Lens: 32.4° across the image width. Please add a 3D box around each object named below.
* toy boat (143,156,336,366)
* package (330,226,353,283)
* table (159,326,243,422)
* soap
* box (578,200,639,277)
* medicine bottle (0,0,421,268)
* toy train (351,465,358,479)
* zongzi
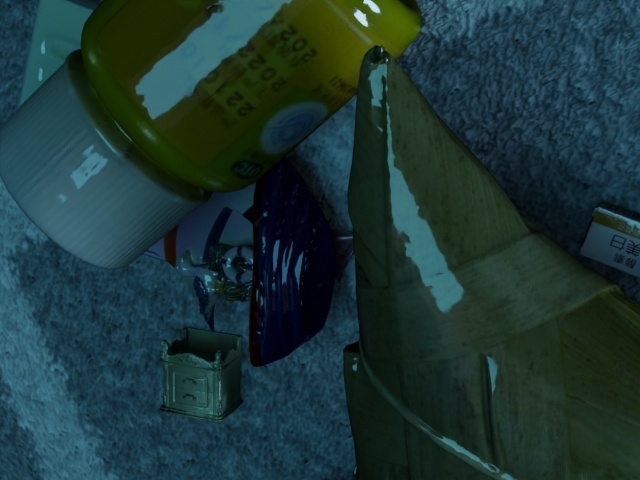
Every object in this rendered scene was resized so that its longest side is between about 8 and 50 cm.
[{"bbox_3d":[-0.104,-0.015,1.170,0.318,0.072,0.219,39,116,28],"label":"toy boat"},{"bbox_3d":[0.000,0.000,1.158,0.083,0.029,0.059,36,118,16],"label":"package"},{"bbox_3d":[-0.133,0.148,1.226,0.079,0.062,0.083,7,104,19],"label":"table"},{"bbox_3d":[-0.263,-0.160,1.202,0.119,0.066,0.198,22,110,17],"label":"soap"},{"bbox_3d":[0.352,0.027,1.023,0.218,0.039,0.055,24,109,15],"label":"box"},{"bbox_3d":[-0.112,-0.158,1.038,0.384,0.224,0.224,-39,87,16],"label":"medicine bottle"},{"bbox_3d":[0.136,0.334,1.124,0.330,0.138,0.178,28,109,15],"label":"toy train"},{"bbox_3d":[0.255,0.093,0.873,0.500,0.218,0.467,10,133,16],"label":"zongzi"}]
